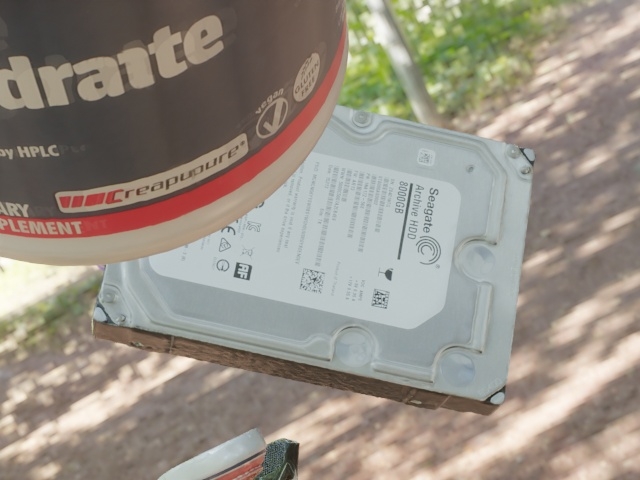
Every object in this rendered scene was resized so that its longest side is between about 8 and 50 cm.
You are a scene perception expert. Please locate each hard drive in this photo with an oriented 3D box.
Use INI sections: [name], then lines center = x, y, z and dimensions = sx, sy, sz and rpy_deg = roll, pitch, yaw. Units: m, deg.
[hard drive]
center = 0.000, 0.000, 1.167
dimensions = 0.339, 0.236, 0.064
rpy_deg = 13, -21, -5

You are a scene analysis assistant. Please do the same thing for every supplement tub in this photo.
[supplement tub]
center = -0.089, -0.136, 0.435
dimensions = 0.191, 0.191, 0.272
rpy_deg = -30, -31, -16

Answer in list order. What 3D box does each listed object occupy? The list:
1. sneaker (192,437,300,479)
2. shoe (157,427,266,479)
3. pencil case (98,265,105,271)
[sneaker]
center = -0.101, 0.258, 1.503
dimensions = 0.178, 0.077, 0.072
rpy_deg = -31, 45, 29
[shoe]
center = -0.075, 0.188, 0.904
dimensions = 0.063, 0.081, 0.178
rpy_deg = -18, -16, -44
[pencil case]
center = -0.279, -0.032, 1.823
dimensions = 0.088, 0.206, 0.086
rpy_deg = 12, 64, 15
